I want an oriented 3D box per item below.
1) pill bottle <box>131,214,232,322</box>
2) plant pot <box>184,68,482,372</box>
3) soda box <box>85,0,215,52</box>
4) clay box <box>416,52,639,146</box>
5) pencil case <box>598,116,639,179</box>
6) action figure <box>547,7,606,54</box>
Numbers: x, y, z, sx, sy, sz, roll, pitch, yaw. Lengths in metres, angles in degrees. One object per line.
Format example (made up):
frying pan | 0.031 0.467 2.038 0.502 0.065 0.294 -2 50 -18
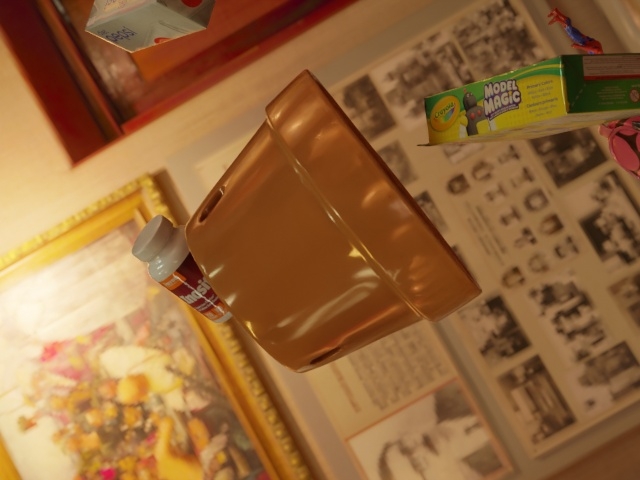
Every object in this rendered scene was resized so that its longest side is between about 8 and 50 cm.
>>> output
pill bottle | -0.170 0.036 1.385 0.152 0.086 0.086 38 -168 -22
plant pot | 0.000 0.000 1.089 0.291 0.203 0.291 50 -173 -8
soda box | -0.276 -0.383 1.717 0.098 0.091 0.286 23 168 -33
clay box | 0.190 -0.122 0.942 0.222 0.127 0.053 -4 92 61
pencil case | 0.399 -0.166 1.165 0.098 0.209 0.095 31 156 21
action figure | 0.391 -0.306 1.595 0.115 0.030 0.038 30 -147 -17
